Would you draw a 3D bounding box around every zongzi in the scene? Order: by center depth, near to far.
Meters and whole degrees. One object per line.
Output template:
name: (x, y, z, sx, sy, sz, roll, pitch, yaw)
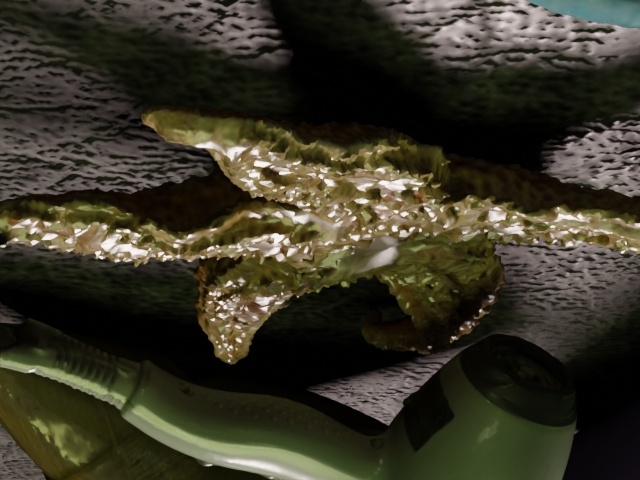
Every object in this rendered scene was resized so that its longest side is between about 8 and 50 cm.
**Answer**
zongzi: (-0.032, 0.131, 0.763, 0.273, 0.145, 0.300, 7, 154, 30)

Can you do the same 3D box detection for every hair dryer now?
hair dryer: (-0.024, 0.143, 0.675, 0.267, 0.092, 0.229, 4, 117, -6)

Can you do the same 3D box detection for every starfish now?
starfish: (0.000, -0.004, 0.601, 0.299, 0.060, 0.302, -13, 158, 37)

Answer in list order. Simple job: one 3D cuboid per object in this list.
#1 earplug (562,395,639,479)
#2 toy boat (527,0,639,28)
earplug: (0.251, 0.148, 0.753, 0.215, 0.215, 0.456, 10, 156, -18)
toy boat: (0.209, -0.090, 0.323, 0.331, 0.133, 0.145, -2, 156, 7)
